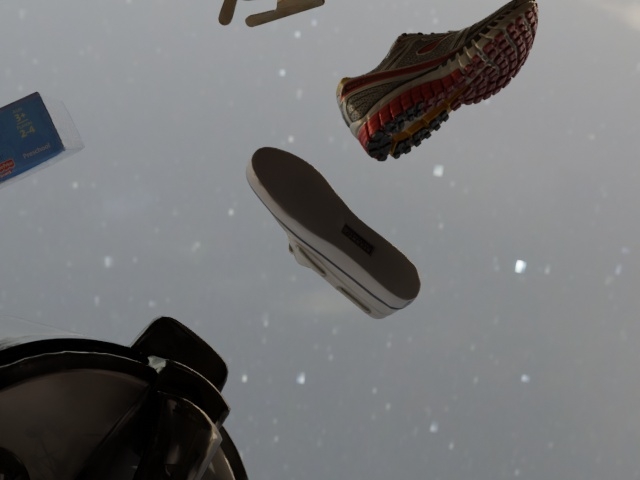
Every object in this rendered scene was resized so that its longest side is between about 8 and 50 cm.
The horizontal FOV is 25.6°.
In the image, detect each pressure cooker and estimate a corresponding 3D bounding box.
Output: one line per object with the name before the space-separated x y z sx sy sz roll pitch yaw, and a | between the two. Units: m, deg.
pressure cooker | -0.267 0.259 1.257 0.375 0.369 0.420 -6 -176 -30

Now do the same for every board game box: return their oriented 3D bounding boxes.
board game box | -0.240 -0.022 0.790 0.211 0.039 0.160 -24 -174 -4

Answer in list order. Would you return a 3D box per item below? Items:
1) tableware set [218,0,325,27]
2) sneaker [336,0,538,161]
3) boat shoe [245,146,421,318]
tableware set | -0.019 -0.230 1.067 0.194 0.128 0.039 -12 -156 36
sneaker | 0.113 -0.174 1.342 0.225 0.088 0.092 -32 -118 -13
boat shoe | 0.000 0.000 1.674 0.258 0.084 0.095 45 -136 -4
